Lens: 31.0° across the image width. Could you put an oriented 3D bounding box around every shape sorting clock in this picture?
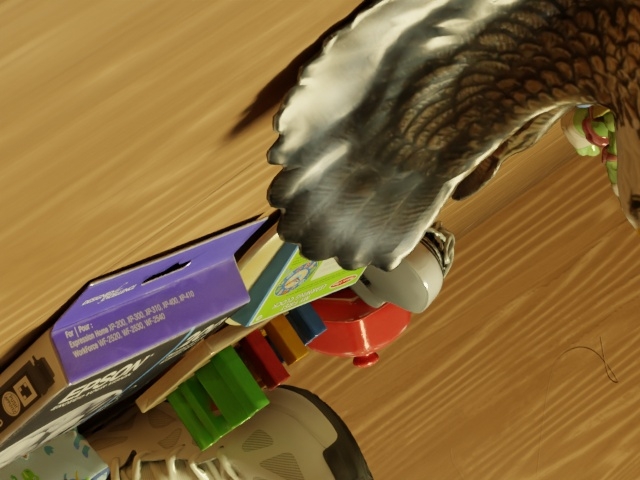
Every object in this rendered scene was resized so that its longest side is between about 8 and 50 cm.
[{"bbox_3d":[0.000,0.000,0.955,0.206,0.040,0.206,-36,160,-16],"label":"shape sorting clock"}]

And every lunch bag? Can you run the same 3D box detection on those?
[{"bbox_3d":[-0.286,0.230,0.948,0.176,0.090,0.219,-31,172,-45],"label":"lunch bag"}]

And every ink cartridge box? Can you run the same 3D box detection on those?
[{"bbox_3d":[-0.141,0.075,0.798,0.208,0.045,0.206,-41,171,31],"label":"ink cartridge box"}]

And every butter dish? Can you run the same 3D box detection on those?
[{"bbox_3d":[0.047,0.110,1.513,0.160,0.118,0.160,-1,-159,42],"label":"butter dish"}]

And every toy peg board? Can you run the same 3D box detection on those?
[{"bbox_3d":[-0.069,0.125,1.114,0.160,0.079,0.161,-29,172,-41],"label":"toy peg board"}]

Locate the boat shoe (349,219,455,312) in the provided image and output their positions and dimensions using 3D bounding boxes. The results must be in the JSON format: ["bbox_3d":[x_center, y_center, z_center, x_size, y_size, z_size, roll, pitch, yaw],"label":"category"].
[{"bbox_3d":[0.096,0.014,1.296,0.105,0.113,0.306,-41,177,-9],"label":"boat shoe"}]

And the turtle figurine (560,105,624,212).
[{"bbox_3d":[0.384,-0.123,1.266,0.274,0.198,0.266,5,-170,-4],"label":"turtle figurine"}]

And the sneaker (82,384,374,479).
[{"bbox_3d":[-0.144,0.271,1.211,0.257,0.169,0.447,-28,-165,-30],"label":"sneaker"}]

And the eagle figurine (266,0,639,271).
[{"bbox_3d":[0.132,-0.095,0.585,0.298,0.225,0.226,-5,148,35],"label":"eagle figurine"}]

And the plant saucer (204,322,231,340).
[{"bbox_3d":[-0.048,0.041,1.101,0.168,0.029,0.168,-36,173,-5],"label":"plant saucer"}]
